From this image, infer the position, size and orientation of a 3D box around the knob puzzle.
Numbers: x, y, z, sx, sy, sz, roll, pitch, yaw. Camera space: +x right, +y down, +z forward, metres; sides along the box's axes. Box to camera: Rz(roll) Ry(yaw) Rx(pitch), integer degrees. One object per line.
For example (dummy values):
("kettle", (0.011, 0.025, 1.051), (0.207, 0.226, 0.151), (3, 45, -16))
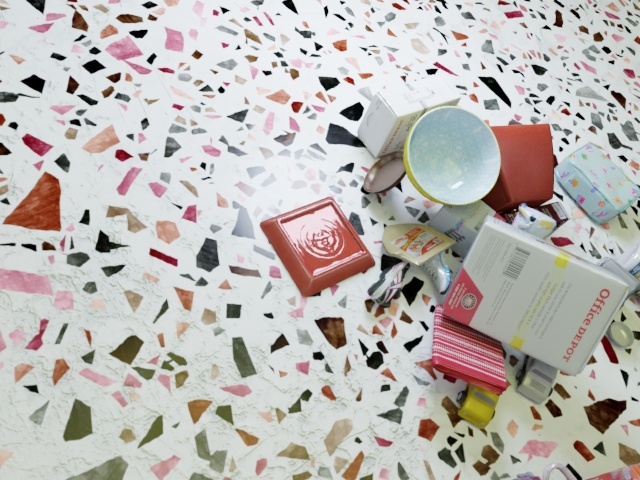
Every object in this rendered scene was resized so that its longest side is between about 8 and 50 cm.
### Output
("knob puzzle", (0.265, 0.007, 1.726), (0.213, 0.030, 0.213), (-2, 35, 1))

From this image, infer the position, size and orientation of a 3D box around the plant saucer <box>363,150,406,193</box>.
("plant saucer", (0.206, -0.204, 1.810), (0.029, 0.168, 0.168), (44, 48, -31))

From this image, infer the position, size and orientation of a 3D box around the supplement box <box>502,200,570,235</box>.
("supplement box", (0.656, -0.044, 1.872), (0.239, 0.130, 0.073), (-13, 65, -25))

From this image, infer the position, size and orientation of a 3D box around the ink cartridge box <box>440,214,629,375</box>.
("ink cartridge box", (0.561, 0.142, 1.582), (0.384, 0.279, 0.160), (26, 16, 11))

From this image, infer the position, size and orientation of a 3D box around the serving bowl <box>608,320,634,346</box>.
("serving bowl", (0.925, 0.293, 1.823), (0.083, 0.027, 0.083), (9, 58, -14))

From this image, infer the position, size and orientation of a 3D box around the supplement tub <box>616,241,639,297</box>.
("supplement tub", (1.070, 0.118, 1.911), (0.199, 0.144, 0.144), (41, 56, 8))

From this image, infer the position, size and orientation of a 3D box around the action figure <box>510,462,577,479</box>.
("action figure", (0.445, 0.710, 1.268), (0.248, 0.276, 0.370), (46, 42, 4))

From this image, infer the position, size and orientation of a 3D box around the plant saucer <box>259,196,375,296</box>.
("plant saucer", (0.000, 0.000, 1.665), (0.259, 0.048, 0.258), (-23, 69, -28))

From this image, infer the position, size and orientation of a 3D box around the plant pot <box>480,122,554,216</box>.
("plant pot", (0.581, -0.201, 1.879), (0.267, 0.267, 0.236), (-7, 74, -23))

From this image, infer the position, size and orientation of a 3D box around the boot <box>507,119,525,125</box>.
("boot", (0.672, -0.372, 2.125), (0.248, 0.090, 0.207), (24, 43, -3))

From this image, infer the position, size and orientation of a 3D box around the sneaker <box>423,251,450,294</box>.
("sneaker", (0.327, 0.077, 1.728), (0.082, 0.071, 0.191), (4, 50, -10))

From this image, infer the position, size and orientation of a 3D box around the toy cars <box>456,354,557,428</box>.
("toy cars", (0.528, 0.371, 1.600), (0.393, 0.087, 0.177), (-12, 65, -26))

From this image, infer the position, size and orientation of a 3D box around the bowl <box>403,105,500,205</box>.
("bowl", (0.361, -0.231, 1.734), (0.289, 0.156, 0.290), (2, 83, -14))

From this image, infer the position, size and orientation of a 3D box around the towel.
("towel", (0.391, 0.283, 1.570), (0.198, 0.031, 0.275), (21, 30, 2))

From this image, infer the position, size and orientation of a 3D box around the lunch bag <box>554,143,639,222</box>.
("lunch bag", (0.988, -0.204, 2.101), (0.224, 0.108, 0.279), (-29, 74, -36))

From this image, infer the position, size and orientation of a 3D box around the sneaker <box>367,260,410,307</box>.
("sneaker", (0.201, 0.126, 1.658), (0.178, 0.072, 0.077), (-41, 102, -35))

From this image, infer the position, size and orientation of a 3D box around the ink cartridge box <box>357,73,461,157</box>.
("ink cartridge box", (0.284, -0.402, 1.913), (0.283, 0.207, 0.117), (-22, 68, -29))

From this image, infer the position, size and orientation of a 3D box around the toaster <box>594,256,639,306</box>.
("toaster", (0.873, 0.154, 1.833), (0.227, 0.129, 0.146), (-29, 69, -29))

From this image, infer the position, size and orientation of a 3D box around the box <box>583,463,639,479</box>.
("box", (0.722, 0.621, 1.412), (0.128, 0.257, 0.123), (1, 58, -19))

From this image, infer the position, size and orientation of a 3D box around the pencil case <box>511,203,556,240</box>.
("pencil case", (0.574, 0.035, 1.711), (0.113, 0.273, 0.124), (25, 20, 9))

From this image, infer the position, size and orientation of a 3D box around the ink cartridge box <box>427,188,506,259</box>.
("ink cartridge box", (0.441, -0.051, 1.801), (0.176, 0.127, 0.128), (41, 56, 7))
